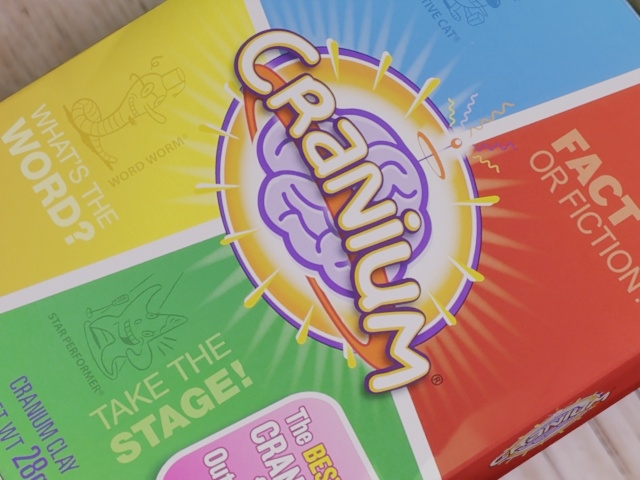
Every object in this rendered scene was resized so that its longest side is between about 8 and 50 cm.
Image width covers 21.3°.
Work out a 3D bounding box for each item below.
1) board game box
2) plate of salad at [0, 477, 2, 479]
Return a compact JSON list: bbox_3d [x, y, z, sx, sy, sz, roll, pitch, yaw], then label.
[{"bbox_3d":[0.000,0.000,0.705,0.316,0.064,0.242,-33,70,-6],"label":"board game box"},{"bbox_3d":[-0.131,0.177,0.732,0.200,0.048,0.200,-4,78,18],"label":"plate of salad"}]
